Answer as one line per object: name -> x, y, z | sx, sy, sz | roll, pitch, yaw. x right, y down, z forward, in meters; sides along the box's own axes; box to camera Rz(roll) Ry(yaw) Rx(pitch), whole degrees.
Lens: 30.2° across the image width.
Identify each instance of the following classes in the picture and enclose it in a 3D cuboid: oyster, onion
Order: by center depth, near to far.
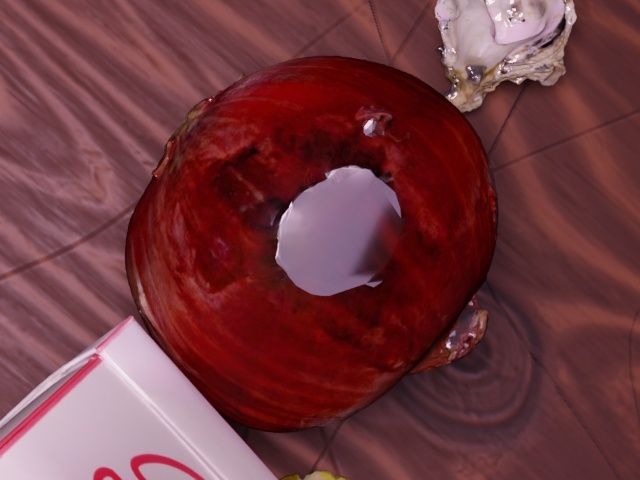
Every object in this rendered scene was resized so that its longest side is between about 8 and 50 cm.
onion -> -0.003, -0.008, 1.030 | 0.341, 0.341, 0.341 | 1, 84, -12
oyster -> 0.178, -0.212, 1.208 | 0.191, 0.081, 0.163 | -45, 70, 2

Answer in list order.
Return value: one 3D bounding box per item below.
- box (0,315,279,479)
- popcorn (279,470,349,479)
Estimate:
box -> -0.194, 0.302, 0.902 | 0.314, 0.300, 0.312 | -40, 94, 19
popcorn -> -0.011, 0.280, 1.092 | 0.145, 0.126, 0.126 | -11, 61, 3
